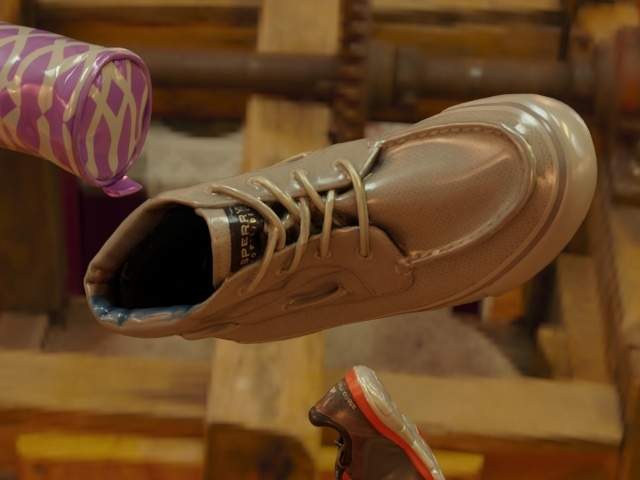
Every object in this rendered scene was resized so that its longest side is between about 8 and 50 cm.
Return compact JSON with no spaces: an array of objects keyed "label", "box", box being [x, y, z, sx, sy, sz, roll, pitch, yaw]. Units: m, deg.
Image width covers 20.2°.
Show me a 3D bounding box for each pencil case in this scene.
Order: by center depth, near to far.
[{"label":"pencil case","box":[-0.199,-0.088,1.072,0.206,0.088,0.086,14,19,29]}]

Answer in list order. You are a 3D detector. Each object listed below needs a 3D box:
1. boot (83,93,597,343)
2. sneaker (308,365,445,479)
[{"label":"boot","box":[0.000,0.000,0.857,0.123,0.258,0.095,-4,74,-46]},{"label":"sneaker","box":[0.043,0.157,1.280,0.065,0.158,0.061,-32,26,5]}]
